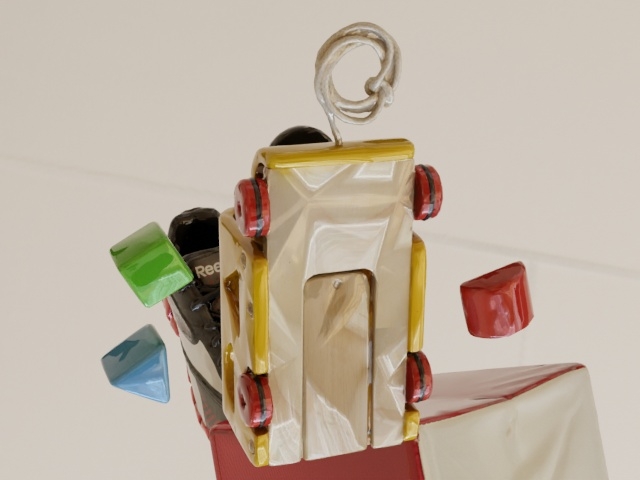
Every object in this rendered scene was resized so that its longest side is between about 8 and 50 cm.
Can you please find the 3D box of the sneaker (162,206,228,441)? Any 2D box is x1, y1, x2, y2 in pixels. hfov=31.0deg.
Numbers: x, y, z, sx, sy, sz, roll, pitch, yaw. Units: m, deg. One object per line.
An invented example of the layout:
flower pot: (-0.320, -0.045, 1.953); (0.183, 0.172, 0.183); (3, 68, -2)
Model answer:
sneaker: (-0.074, 0.079, 0.982); (0.098, 0.135, 0.276); (-16, -129, -13)

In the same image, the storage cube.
storage cube: (0.068, 0.195, 0.769); (0.184, 0.193, 0.215); (-9, -93, -44)

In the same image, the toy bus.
toy bus: (-0.005, 0.012, 0.592); (0.202, 0.104, 0.191); (-47, -62, 0)
